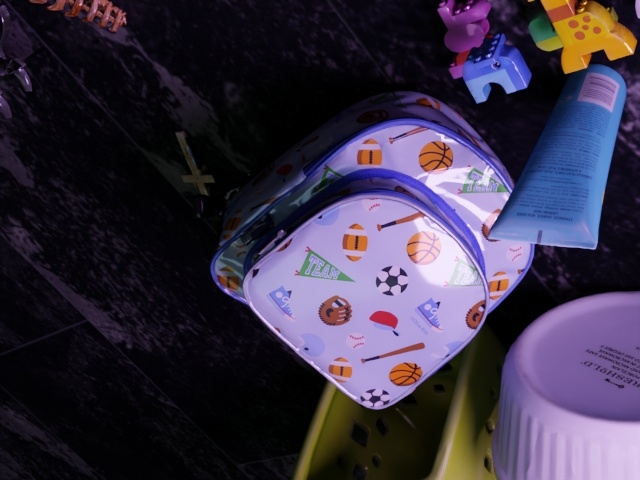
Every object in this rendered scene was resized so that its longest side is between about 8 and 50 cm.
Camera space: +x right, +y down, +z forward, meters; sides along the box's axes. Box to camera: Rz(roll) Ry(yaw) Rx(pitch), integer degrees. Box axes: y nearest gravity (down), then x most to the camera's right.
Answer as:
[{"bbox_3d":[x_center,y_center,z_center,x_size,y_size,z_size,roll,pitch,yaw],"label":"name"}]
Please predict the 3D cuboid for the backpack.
[{"bbox_3d":[0.056,0.001,0.924,0.263,0.213,0.276,-44,112,11],"label":"backpack"}]

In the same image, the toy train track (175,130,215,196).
[{"bbox_3d":[-0.140,-0.087,1.113,0.048,0.014,0.083,3,127,36],"label":"toy train track"}]

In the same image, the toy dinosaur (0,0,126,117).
[{"bbox_3d":[-0.368,-0.241,0.993,0.321,0.164,0.219,21,123,19],"label":"toy dinosaur"}]

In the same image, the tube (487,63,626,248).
[{"bbox_3d":[0.201,-0.066,0.800,0.080,0.207,0.052,2,131,29],"label":"tube"}]

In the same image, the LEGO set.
[{"bbox_3d":[0.176,-0.184,0.788,0.227,0.087,0.093,-14,124,36],"label":"LEGO set"}]

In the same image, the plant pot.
[{"bbox_3d":[0.130,0.251,1.146,0.227,0.228,0.207,-20,127,41],"label":"plant pot"}]

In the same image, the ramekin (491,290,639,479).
[{"bbox_3d":[0.294,0.154,0.937,0.272,0.273,0.127,3,120,26],"label":"ramekin"}]
